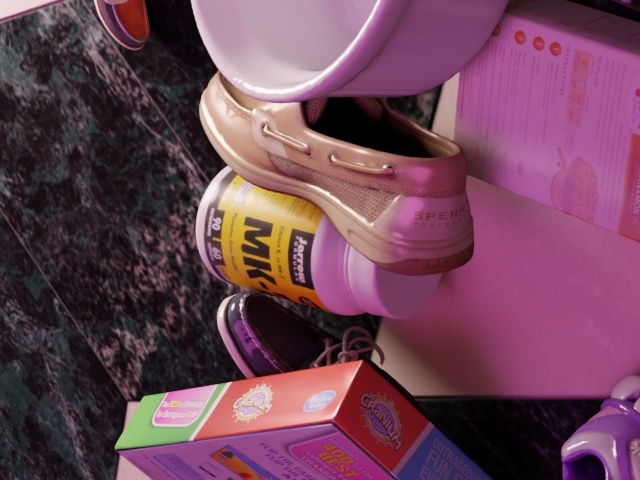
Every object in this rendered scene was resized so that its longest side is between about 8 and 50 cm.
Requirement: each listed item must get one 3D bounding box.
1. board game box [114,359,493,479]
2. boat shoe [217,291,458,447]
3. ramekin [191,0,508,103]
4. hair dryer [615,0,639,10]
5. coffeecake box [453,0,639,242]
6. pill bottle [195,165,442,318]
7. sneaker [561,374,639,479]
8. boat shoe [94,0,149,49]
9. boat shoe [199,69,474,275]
[{"bbox_3d":[-0.002,0.219,1.417,0.316,0.064,0.242,-14,130,47],"label":"board game box"},{"bbox_3d":[0.017,0.130,1.418,0.254,0.095,0.079,45,134,-12],"label":"boat shoe"},{"bbox_3d":[0.027,-0.236,1.187,0.277,0.135,0.277,-5,84,52],"label":"ramekin"},{"bbox_3d":[0.295,-0.193,1.045,0.223,0.080,0.294,-17,95,12],"label":"hair dryer"},{"bbox_3d":[0.196,-0.098,1.192,0.185,0.068,0.142,25,125,35],"label":"coffeecake box"},{"bbox_3d":[0.000,0.000,1.397,0.208,0.119,0.119,13,118,40],"label":"pill bottle"},{"bbox_3d":[0.269,0.209,1.199,0.236,0.104,0.095,46,156,41],"label":"sneaker"},{"bbox_3d":[-0.193,-0.252,1.519,0.043,0.049,0.137,-17,92,45],"label":"boat shoe"},{"bbox_3d":[0.013,-0.093,1.312,0.341,0.121,0.110,35,134,44],"label":"boat shoe"}]
